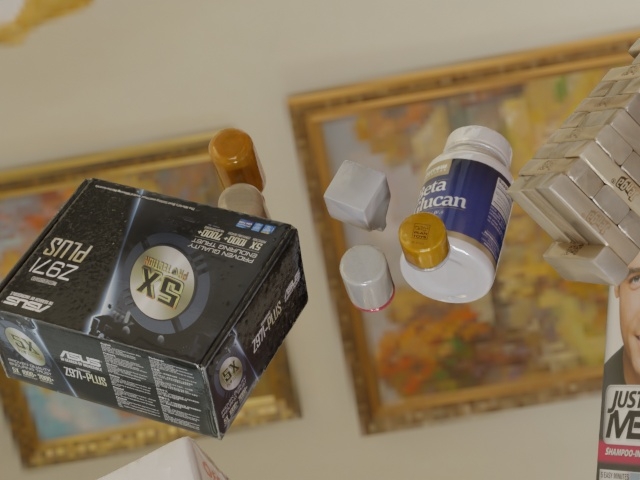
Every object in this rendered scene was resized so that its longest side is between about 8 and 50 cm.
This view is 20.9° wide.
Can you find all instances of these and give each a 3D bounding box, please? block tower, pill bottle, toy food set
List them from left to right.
[{"bbox_3d":[0.000,0.000,1.483,0.111,0.232,0.104,-61,-23,-21],"label":"toy food set"},{"bbox_3d":[0.141,-0.030,1.716,0.094,0.094,0.169,75,-154,-48],"label":"pill bottle"},{"bbox_3d":[0.284,-0.120,1.338,0.097,0.335,0.091,43,170,-14],"label":"block tower"}]

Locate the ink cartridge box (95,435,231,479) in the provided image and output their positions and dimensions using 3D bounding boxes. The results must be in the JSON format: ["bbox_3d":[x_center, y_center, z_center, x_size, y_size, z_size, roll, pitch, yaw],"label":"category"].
[{"bbox_3d":[-0.108,0.360,1.661,0.201,0.117,0.278,57,-170,-46],"label":"ink cartridge box"}]

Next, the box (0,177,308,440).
[{"bbox_3d":[-0.121,0.044,1.236,0.147,0.180,0.078,-57,-29,-39],"label":"box"}]

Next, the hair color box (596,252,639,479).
[{"bbox_3d":[0.416,0.120,1.971,0.185,0.113,0.375,169,108,-67],"label":"hair color box"}]
